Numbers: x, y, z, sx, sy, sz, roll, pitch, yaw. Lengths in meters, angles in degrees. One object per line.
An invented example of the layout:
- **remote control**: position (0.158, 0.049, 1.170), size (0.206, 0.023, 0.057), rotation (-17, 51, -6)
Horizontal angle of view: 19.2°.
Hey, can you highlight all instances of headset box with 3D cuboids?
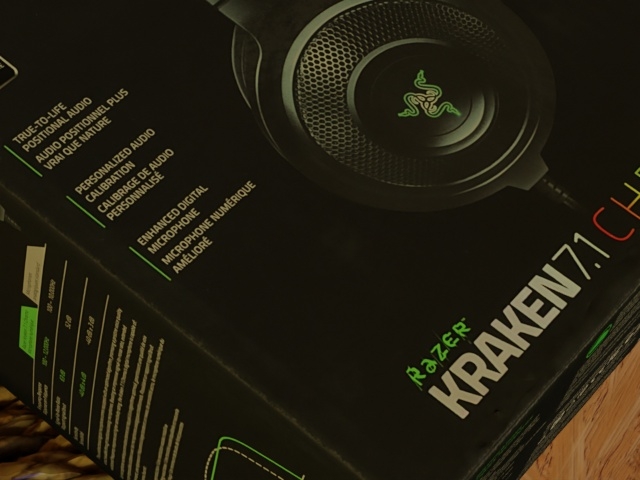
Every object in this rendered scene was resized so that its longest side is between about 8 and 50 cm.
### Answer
- **headset box**: position (-0.012, -0.039, 0.683), size (0.246, 0.283, 0.131), rotation (-43, 163, -31)

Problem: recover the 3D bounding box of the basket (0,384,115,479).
- **basket**: position (-0.198, 0.190, 0.737), size (0.213, 0.223, 0.299), rotation (-2, 118, -28)
